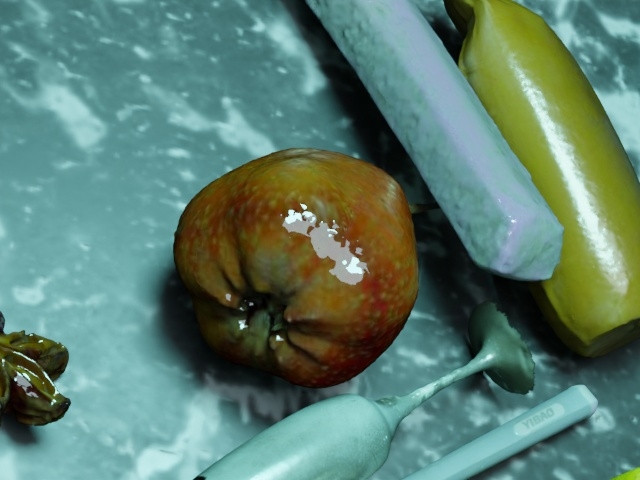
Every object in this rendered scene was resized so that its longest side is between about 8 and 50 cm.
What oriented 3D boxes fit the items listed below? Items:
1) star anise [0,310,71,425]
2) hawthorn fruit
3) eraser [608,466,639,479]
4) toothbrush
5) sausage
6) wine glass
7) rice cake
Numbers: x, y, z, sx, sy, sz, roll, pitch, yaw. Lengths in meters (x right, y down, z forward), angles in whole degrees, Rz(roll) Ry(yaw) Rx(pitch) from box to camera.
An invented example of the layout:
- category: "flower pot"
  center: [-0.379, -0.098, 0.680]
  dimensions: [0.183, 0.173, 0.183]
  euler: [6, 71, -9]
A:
- category: "star anise"
  center: [-0.244, 0.070, 0.852]
  dimensions: [0.190, 0.070, 0.097]
  euler: [25, 35, -5]
- category: "hawthorn fruit"
  center: [0.000, 0.000, 0.926]
  dimensions: [0.162, 0.163, 0.203]
  euler: [39, 35, 0]
- category: "eraser"
  center: [0.184, 0.234, 0.838]
  dimensions: [0.158, 0.226, 0.069]
  euler: [35, 53, -2]
- category: "toothbrush"
  center: [0.059, 0.161, 0.906]
  dimensions: [0.342, 0.030, 0.025]
  euler: [-19, 60, -34]
- category: "sausage"
  center: [0.163, -0.074, 1.024]
  dimensions: [0.112, 0.112, 0.328]
  euler: [-16, 74, -24]
- category: "wine glass"
  center: [0.027, 0.122, 0.902]
  dimensions: [0.262, 0.074, 0.074]
  euler: [-25, 78, -31]
- category: "rice cake"
  center: [0.062, -0.122, 0.996]
  dimensions: [0.072, 0.056, 0.365]
  euler: [-1, 53, -48]
